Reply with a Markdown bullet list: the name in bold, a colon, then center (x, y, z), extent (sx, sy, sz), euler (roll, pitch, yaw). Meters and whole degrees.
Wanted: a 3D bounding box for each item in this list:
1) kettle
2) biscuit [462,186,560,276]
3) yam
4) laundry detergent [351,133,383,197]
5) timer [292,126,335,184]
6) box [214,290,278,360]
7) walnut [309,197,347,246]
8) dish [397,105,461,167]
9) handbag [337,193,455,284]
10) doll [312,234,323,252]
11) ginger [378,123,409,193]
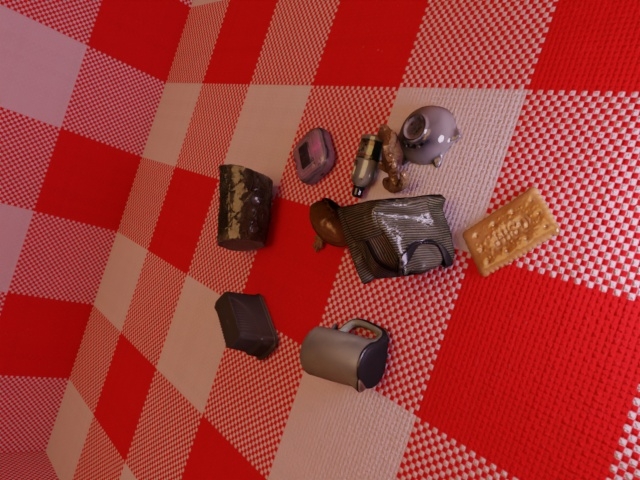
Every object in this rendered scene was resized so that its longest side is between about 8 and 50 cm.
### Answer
- **kettle**: center (0.090, 0.352, 1.687), extent (0.255, 0.165, 0.240), euler (2, 50, 46)
- **biscuit**: center (0.516, -0.023, 1.446), extent (0.249, 0.030, 0.160), euler (-37, 53, 32)
- **yam**: center (-0.326, -0.136, 2.218), extent (0.240, 0.240, 0.349), euler (-7, 77, 45)
- **laundry detergent**: center (0.159, -0.262, 1.870), extent (0.099, 0.070, 0.226), euler (16, 90, 39)
- **timer**: center (-0.030, -0.337, 2.092), extent (0.190, 0.069, 0.209), euler (-38, 54, 35)
- **box**: center (-0.297, 0.330, 2.070), extent (0.138, 0.178, 0.274), euler (-48, 47, 25)
- **walnut**: center (0.036, -0.067, 1.886), extent (0.137, 0.137, 0.245), euler (-53, 55, 20)
- **dish**: center (0.328, -0.343, 1.706), extent (0.236, 0.086, 0.228), euler (-20, 63, 42)
- **handbag**: center (0.232, -0.010, 1.543), extent (0.247, 0.340, 0.241), euler (-11, 86, 46)
- **doll**: center (-0.008, 0.000, 1.969), extent (0.093, 0.051, 0.062), euler (-47, 55, 27)
- **ginger**: center (0.229, -0.269, 1.772), extent (0.149, 0.065, 0.259), euler (116, 144, -55)
